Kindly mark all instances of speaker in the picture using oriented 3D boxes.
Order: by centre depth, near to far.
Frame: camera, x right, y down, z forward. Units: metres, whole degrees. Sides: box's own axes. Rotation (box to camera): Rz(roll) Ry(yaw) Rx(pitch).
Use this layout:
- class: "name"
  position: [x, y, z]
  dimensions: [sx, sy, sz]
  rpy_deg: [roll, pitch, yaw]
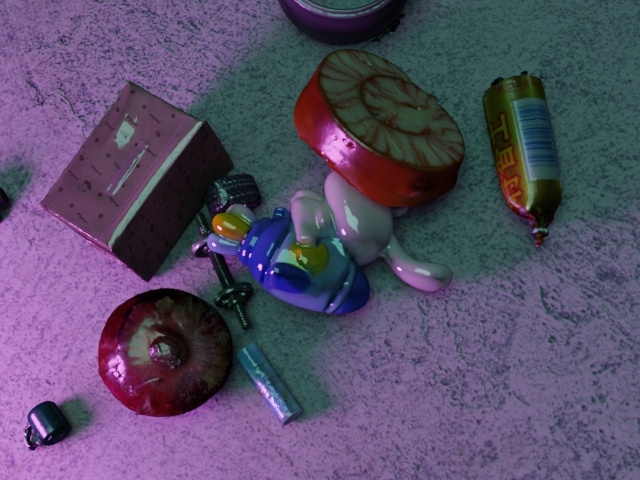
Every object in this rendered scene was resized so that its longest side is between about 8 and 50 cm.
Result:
- class: "speaker"
  position: [-0.527, 0.356, 1.720]
  dimensions: [0.094, 0.060, 0.075]
  rpy_deg: [-40, 69, -3]

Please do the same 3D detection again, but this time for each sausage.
- class: "sausage"
  position: [0.377, -0.139, 1.674]
  dimensions: [0.117, 0.125, 0.317]
  rpy_deg: [-8, 74, 5]

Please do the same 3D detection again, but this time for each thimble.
- class: "thimble"
  position: [-0.172, -0.084, 1.775]
  dimensions: [0.095, 0.104, 0.066]
  rpy_deg: [-32, 74, 43]

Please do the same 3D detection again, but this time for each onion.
- class: "onion"
  position: [-0.280, 0.201, 1.654]
  dimensions: [0.246, 0.190, 0.246]
  rpy_deg: [2, 77, -7]

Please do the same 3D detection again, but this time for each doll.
- class: "doll"
  position: [0.002, 0.005, 1.680]
  dimensions: [0.365, 0.187, 0.376]
  rpy_deg: [-30, 52, -9]

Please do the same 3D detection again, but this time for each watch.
- class: "watch"
  position: [0.071, -0.571, 1.807]
  dimensions: [0.335, 0.314, 0.327]
  rpy_deg: [1, 85, 0]

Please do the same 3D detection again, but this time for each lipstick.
- class: "lipstick"
  position: [-0.095, 0.263, 1.672]
  dimensions: [0.048, 0.048, 0.158]
  rpy_deg: [-37, 70, -2]

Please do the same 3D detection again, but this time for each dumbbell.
- class: "dumbbell"
  position: [-0.188, 0.057, 1.737]
  dimensions: [0.081, 0.081, 0.254]
  rpy_deg: [-26, 69, 2]

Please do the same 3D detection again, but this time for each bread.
- class: "bread"
  position: [0.107, -0.205, 1.672]
  dimensions: [0.328, 0.295, 0.114]
  rpy_deg: [49, 131, 17]

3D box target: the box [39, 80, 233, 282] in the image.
- class: "box"
  position: [-0.343, -0.110, 1.744]
  dimensions: [0.190, 0.225, 0.297]
  rpy_deg: [32, 80, 18]

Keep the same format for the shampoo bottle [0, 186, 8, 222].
- class: "shampoo bottle"
  position: [-0.760, -0.035, 1.880]
  dimensions: [0.246, 0.080, 0.079]
  rpy_deg: [-30, 71, 1]
